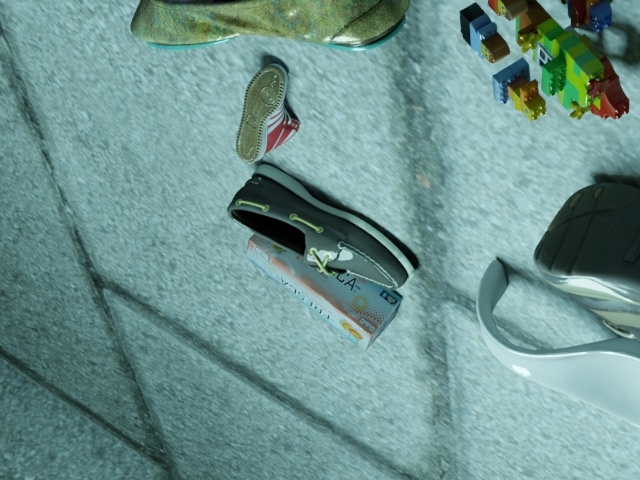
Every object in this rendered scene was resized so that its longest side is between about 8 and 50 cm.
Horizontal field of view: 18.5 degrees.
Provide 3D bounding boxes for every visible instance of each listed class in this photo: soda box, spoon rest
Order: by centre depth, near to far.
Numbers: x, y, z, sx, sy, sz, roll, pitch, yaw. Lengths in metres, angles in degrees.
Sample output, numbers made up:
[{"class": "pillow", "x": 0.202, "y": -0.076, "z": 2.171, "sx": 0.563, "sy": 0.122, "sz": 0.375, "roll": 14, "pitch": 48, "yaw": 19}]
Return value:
[{"class": "spoon rest", "x": 0.262, "y": 0.120, "z": 1.941, "sx": 0.276, "sy": 0.084, "sz": 0.137, "roll": 30, "pitch": 156, "yaw": 30}, {"class": "soda box", "x": 0.002, "y": 0.043, "z": 2.257, "sx": 0.183, "sy": 0.063, "sz": 0.058, "roll": 39, "pitch": 159, "yaw": 9}]

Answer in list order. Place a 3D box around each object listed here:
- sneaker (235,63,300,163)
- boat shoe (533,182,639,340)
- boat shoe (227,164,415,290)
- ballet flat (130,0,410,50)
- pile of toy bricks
[{"class": "sneaker", "x": -0.047, "y": -0.140, "z": 2.038, "sx": 0.042, "sy": 0.067, "sz": 0.118, "roll": 36, "pitch": 128, "yaw": 20}, {"class": "boat shoe", "x": 0.333, "y": 0.040, "z": 1.645, "sx": 0.130, "sy": 0.132, "sz": 0.355, "roll": 43, "pitch": 169, "yaw": -32}, {"class": "boat shoe", "x": 0.000, "y": 0.000, "z": 2.171, "sx": 0.228, "sy": 0.068, "sz": 0.081, "roll": 31, "pitch": 156, "yaw": 25}, {"class": "ballet flat", "x": -0.064, "y": -0.238, "z": 1.773, "sx": 0.348, "sy": 0.123, "sz": 0.123, "roll": 9, "pitch": 142, "yaw": 47}, {"class": "pile of toy bricks", "x": 0.185, "y": -0.143, "z": 1.502, "sx": 0.105, "sy": 0.118, "sz": 0.212, "roll": 52, "pitch": 167, "yaw": 30}]
